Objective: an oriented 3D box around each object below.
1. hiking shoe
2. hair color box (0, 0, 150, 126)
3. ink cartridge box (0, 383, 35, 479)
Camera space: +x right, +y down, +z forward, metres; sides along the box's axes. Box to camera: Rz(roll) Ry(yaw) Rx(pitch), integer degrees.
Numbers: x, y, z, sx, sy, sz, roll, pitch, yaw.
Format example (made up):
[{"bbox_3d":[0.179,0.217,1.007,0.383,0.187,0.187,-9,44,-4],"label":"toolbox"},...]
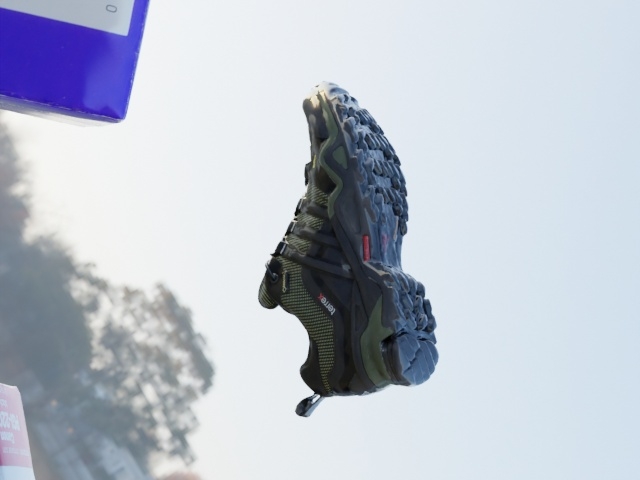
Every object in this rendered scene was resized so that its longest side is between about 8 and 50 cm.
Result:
[{"bbox_3d":[0.000,0.000,0.849,0.086,0.114,0.227,32,42,-56],"label":"hiking shoe"},{"bbox_3d":[-0.150,-0.161,0.682,0.339,0.110,0.185,-161,-98,-77],"label":"hair color box"},{"bbox_3d":[-0.218,0.192,0.637,0.092,0.158,0.218,108,-30,-80],"label":"ink cartridge box"}]
